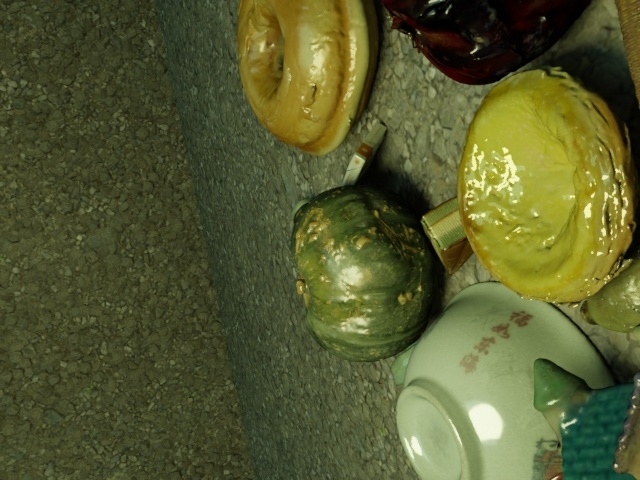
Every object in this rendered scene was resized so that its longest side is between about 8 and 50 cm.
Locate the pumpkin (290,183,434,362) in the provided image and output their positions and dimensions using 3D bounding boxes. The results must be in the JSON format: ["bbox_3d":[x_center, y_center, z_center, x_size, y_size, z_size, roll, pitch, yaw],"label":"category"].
[{"bbox_3d":[0.080,0.057,1.080,0.291,0.258,0.327,-117,16,-61],"label":"pumpkin"}]

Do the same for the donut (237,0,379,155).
[{"bbox_3d":[-0.036,-0.398,1.179,0.449,0.198,0.448,38,136,50],"label":"donut"}]

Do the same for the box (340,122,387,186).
[{"bbox_3d":[0.072,-0.131,1.183,0.032,0.122,0.220,30,142,5],"label":"box"}]

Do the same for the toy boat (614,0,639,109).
[{"bbox_3d":[0.357,-0.199,0.557,0.089,0.115,0.310,-2,100,65],"label":"toy boat"}]

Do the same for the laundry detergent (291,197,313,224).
[{"bbox_3d":[0.000,0.000,1.442,0.225,0.070,0.099,59,141,31],"label":"laundry detergent"}]

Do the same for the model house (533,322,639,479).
[{"bbox_3d":[0.367,0.226,0.588,0.312,0.245,0.280,-38,74,55],"label":"model house"}]

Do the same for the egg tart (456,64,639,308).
[{"bbox_3d":[0.297,-0.070,0.728,0.315,0.120,0.314,172,90,-70],"label":"egg tart"}]

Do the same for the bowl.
[{"bbox_3d":[0.253,0.296,0.917,0.435,0.196,0.434,37,133,53],"label":"bowl"}]

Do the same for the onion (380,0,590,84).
[{"bbox_3d":[0.184,-0.319,0.683,0.281,0.281,0.221,152,127,-64],"label":"onion"}]

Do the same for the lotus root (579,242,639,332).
[{"bbox_3d":[0.380,0.061,0.677,0.090,0.077,0.183,66,151,23],"label":"lotus root"}]

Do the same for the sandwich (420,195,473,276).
[{"bbox_3d":[0.249,-0.012,0.984,0.079,0.113,0.163,63,-174,26],"label":"sandwich"}]

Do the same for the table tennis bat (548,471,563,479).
[{"bbox_3d":[0.378,0.358,0.763,0.019,0.155,0.098,-62,-17,-70],"label":"table tennis bat"}]

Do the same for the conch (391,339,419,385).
[{"bbox_3d":[0.191,0.255,1.193,0.065,0.088,0.180,25,131,4],"label":"conch"}]
